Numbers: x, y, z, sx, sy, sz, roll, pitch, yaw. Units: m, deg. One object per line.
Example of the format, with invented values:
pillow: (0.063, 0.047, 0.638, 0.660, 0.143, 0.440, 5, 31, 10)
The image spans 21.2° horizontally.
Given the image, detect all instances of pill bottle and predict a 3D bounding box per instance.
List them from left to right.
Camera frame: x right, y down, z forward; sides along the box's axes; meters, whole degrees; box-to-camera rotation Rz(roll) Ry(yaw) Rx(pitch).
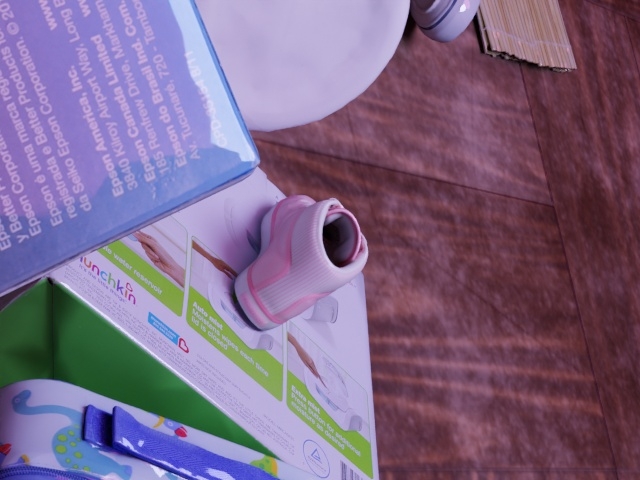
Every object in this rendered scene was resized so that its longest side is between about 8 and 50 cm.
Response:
pill bottle: (-0.063, -0.199, 1.080, 0.162, 0.162, 0.278, 36, 13, -36)

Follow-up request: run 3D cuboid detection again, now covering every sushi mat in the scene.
sushi mat: (0.169, -0.313, 1.649, 0.151, 0.019, 0.317, 7, 66, -52)

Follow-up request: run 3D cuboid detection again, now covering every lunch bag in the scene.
lunch bag: (-0.100, 0.167, 0.867, 0.219, 0.176, 0.090, 24, 34, -25)

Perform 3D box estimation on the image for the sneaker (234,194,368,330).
sneaker: (0.000, 0.000, 0.972, 0.051, 0.070, 0.134, 51, 23, -11)

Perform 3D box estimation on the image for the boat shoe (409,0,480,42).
boat shoe: (0.086, -0.264, 1.478, 0.075, 0.083, 0.226, 26, 39, -28)

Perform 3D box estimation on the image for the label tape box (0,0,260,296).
label tape box: (-0.216, -0.069, 0.637, 0.333, 0.106, 0.241, -27, 102, -31)

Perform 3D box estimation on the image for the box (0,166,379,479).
box: (-0.092, 0.046, 0.978, 0.262, 0.126, 0.231, 42, 27, -31)
